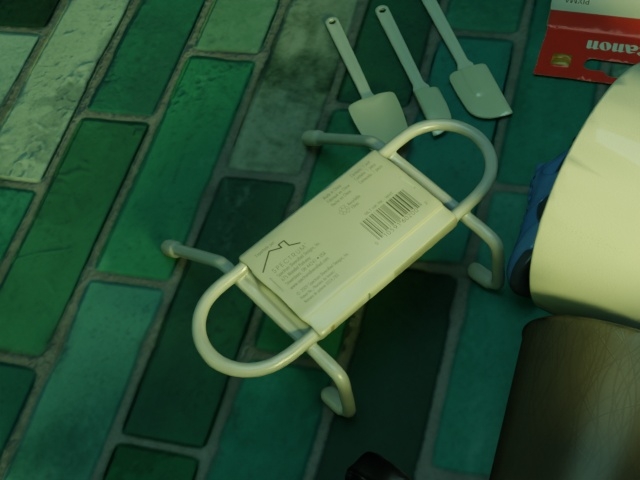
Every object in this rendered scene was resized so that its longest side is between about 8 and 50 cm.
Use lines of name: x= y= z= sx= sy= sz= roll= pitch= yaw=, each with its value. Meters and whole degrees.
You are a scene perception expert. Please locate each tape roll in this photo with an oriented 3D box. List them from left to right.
tape roll: x=0.316 y=-0.014 z=1.004 sx=0.169 sy=0.246 sz=0.246 roll=27 pitch=63 yaw=27

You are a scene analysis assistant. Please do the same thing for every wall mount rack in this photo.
wall mount rack: x=0.000 y=0.000 z=1.138 sx=0.350 sy=0.130 sz=0.304 roll=-39 pitch=60 yaw=-17

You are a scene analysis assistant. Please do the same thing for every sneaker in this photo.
sneaker: x=0.234 y=-0.028 z=1.148 sx=0.082 sy=0.069 sz=0.209 roll=19 pitch=59 yaw=40

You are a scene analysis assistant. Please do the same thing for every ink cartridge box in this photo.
ink cartridge box: x=0.352 y=-0.274 z=1.310 sx=0.181 sy=0.056 sz=0.224 roll=10 pitch=55 yaw=19

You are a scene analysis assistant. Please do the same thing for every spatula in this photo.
spatula: x=0.098 y=-0.204 z=1.330 sx=0.168 sy=0.019 sz=0.242 roll=-20 pitch=53 yaw=-2

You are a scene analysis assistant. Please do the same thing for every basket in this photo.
basket: x=0.220 y=0.201 z=0.928 sx=0.204 sy=0.154 sz=0.227 roll=18 pitch=63 yaw=21

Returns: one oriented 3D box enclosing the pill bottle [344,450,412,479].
pill bottle: x=-0.006 y=0.279 z=0.929 sx=0.219 sy=0.123 sz=0.123 roll=-42 pitch=57 yaw=-19
